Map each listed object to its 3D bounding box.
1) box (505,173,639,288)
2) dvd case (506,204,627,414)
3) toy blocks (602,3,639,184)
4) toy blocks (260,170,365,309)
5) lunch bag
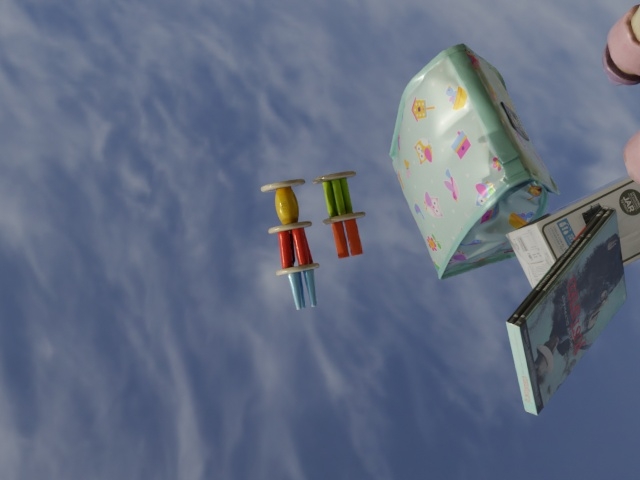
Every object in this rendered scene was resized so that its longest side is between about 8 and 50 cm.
[{"bbox_3d":[0.373,-0.038,1.470,0.289,0.169,0.087,-27,-92,-6],"label":"box"},{"bbox_3d":[0.164,0.046,0.843,0.013,0.087,0.119,22,-127,37],"label":"dvd case"},{"bbox_3d":[0.434,-0.089,1.241,0.288,0.260,0.309,-8,-109,-9],"label":"toy blocks"},{"bbox_3d":[0.000,0.000,1.494,0.123,0.054,0.148,-10,-91,-27],"label":"toy blocks"},{"bbox_3d":[0.202,-0.107,1.691,0.160,0.262,0.223,-16,-114,-14],"label":"lunch bag"}]
